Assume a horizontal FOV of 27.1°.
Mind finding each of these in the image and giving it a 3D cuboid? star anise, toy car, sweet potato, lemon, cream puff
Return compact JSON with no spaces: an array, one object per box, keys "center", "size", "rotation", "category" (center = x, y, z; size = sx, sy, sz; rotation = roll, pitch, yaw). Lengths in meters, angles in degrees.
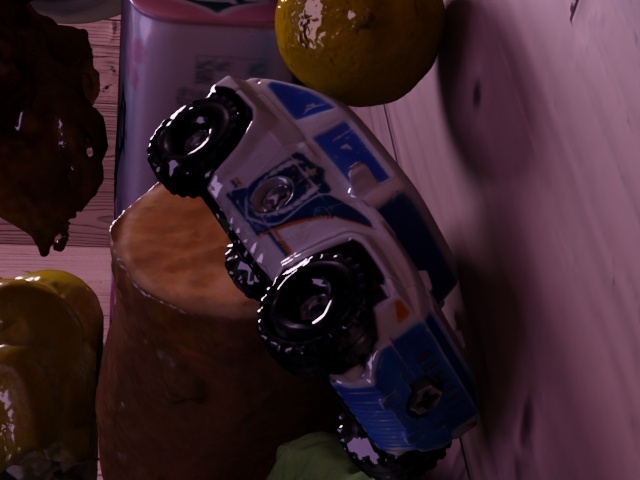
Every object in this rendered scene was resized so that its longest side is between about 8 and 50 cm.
[{"center":[-0.199,-0.123,0.849],"size":[0.237,0.148,0.346],"rotation":[64,161,9],"category":"star anise"},{"center":[0.000,0.000,0.459],"size":[0.170,0.070,0.080],"rotation":[54,178,47],"category":"toy car"},{"center":[-0.055,0.101,0.664],"size":[0.336,0.131,0.131],"rotation":[105,163,-45],"category":"sweet potato"},{"center":[0.014,-0.079,0.485],"size":[0.083,0.062,0.062],"rotation":[-125,38,-81],"category":"lemon"},{"center":[-0.236,0.112,0.922],"size":[0.194,0.195,0.221],"rotation":[-99,17,-46],"category":"cream puff"}]

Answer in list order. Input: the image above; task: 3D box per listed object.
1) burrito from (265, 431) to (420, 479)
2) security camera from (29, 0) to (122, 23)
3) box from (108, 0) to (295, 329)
[{"center":[0.024,0.133,0.432],"size":[0.288,0.054,0.104],"rotation":[-150,60,-76],"category":"burrito"},{"center":[-0.164,-0.258,0.991],"size":[0.194,0.236,0.194],"rotation":[-175,90,-79],"category":"security camera"},{"center":[-0.092,-0.010,0.899],"size":[0.190,0.112,0.369],"rotation":[-105,21,-60],"category":"box"}]
